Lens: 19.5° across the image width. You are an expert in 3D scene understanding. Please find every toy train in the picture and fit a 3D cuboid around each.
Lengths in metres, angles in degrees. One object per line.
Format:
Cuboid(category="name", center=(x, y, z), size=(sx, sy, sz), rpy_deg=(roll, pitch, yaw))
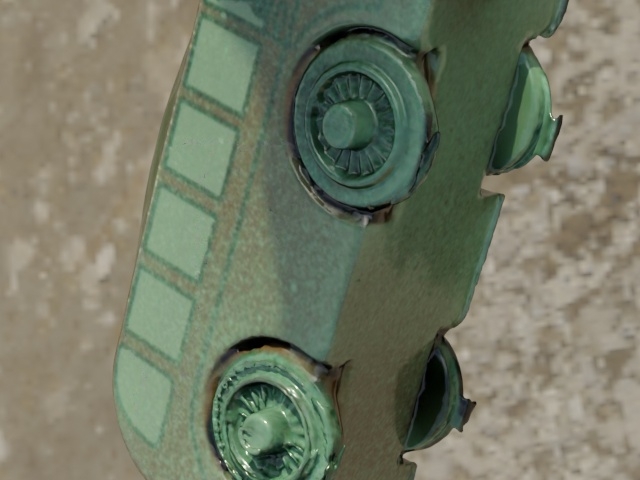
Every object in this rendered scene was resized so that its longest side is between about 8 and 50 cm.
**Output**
Cuboid(category="toy train", center=(0.000, 0.000, 0.858), size=(0.159, 0.129, 0.326), rpy_deg=(31, 118, 33))
